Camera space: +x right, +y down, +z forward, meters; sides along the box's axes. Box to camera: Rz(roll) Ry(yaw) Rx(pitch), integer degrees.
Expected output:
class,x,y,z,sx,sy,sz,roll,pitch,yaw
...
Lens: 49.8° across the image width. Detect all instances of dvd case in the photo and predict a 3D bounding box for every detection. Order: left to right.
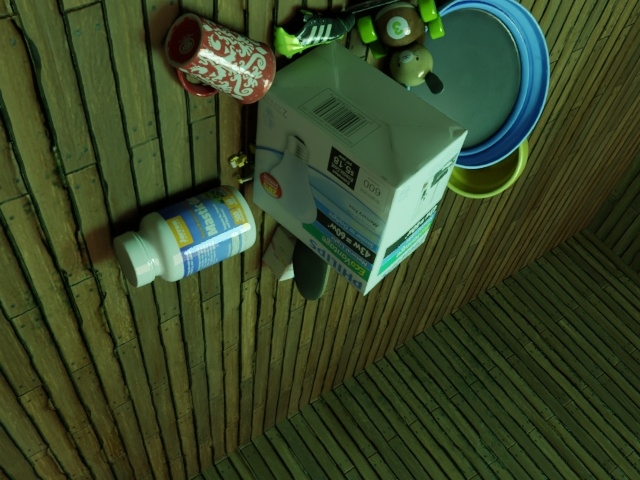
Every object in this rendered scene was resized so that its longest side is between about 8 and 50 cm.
class,x,y,z,sx,sy,sz,roll,pitch,yaw
dvd case,0.184,-0.485,1.339,0.221,0.164,0.018,-25,109,-27

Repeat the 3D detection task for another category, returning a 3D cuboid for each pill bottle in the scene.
class,x,y,z,sx,sy,sz,roll,pitch,yaw
pill bottle,-0.286,-0.005,1.453,0.272,0.152,0.152,-25,151,-29

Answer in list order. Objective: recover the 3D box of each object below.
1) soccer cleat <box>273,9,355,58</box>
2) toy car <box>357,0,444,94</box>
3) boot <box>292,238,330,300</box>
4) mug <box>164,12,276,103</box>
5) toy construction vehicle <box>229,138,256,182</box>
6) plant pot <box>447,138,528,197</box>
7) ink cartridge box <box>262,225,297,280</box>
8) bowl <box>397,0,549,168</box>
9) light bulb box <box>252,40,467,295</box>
class,x,y,z,sx,sy,sz,roll,pitch,yaw
soccer cleat,-0.009,-0.405,1.299,0.178,0.060,0.072,-29,140,-21
toy car,0.177,-0.369,1.388,0.155,0.189,0.149,-15,165,18
boot,0.000,0.000,1.761,0.115,0.112,0.306,-7,101,-60
mug,-0.182,-0.298,1.179,0.150,0.113,0.169,-51,149,18
toy construction vehicle,-0.147,-0.175,1.504,0.098,0.035,0.086,-34,154,-12
plant pot,0.480,-0.264,1.985,0.254,0.254,0.239,-54,165,28
ink cartridge box,-0.076,0.022,1.849,0.092,0.090,0.143,-12,142,-44
bowl,0.351,-0.365,1.590,0.390,0.077,0.392,-7,109,-22
light bulb box,0.059,-0.146,1.423,0.225,0.358,0.361,-39,157,-30
